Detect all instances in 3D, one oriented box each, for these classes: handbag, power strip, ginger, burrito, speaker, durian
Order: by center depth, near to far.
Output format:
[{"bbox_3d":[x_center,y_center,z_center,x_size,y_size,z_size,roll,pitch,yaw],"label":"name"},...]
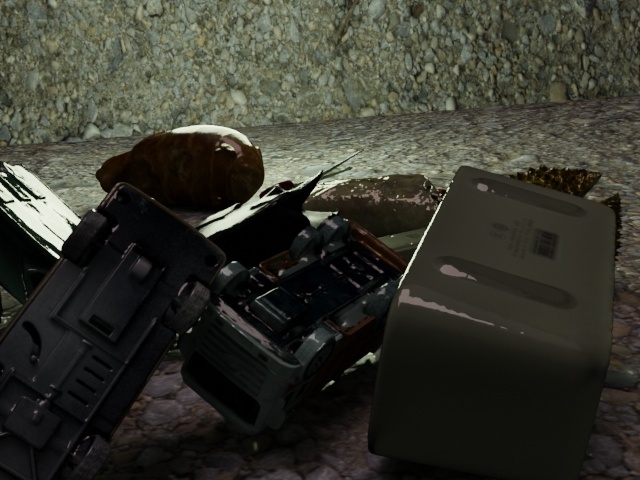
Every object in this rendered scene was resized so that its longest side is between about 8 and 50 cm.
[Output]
[{"bbox_3d":[0.186,0.070,0.978,0.184,0.183,0.406,13,25,12],"label":"speaker"},{"bbox_3d":[-0.134,0.026,1.301,0.326,0.118,0.269,-23,10,18],"label":"handbag"},{"bbox_3d":[-0.407,-0.013,1.359,0.089,0.238,0.326,-44,3,2],"label":"handbag"},{"bbox_3d":[0.320,0.009,1.371,0.193,0.138,0.237,6,-27,10],"label":"durian"},{"bbox_3d":[0.112,0.024,1.512,0.272,0.052,0.078,-12,16,-26],"label":"power strip"},{"bbox_3d":[0.089,-0.063,1.755,0.348,0.107,0.175,1,32,26],"label":"burrito"},{"bbox_3d":[-0.268,-0.167,2.120,0.418,0.176,0.254,0,20,36],"label":"ginger"}]

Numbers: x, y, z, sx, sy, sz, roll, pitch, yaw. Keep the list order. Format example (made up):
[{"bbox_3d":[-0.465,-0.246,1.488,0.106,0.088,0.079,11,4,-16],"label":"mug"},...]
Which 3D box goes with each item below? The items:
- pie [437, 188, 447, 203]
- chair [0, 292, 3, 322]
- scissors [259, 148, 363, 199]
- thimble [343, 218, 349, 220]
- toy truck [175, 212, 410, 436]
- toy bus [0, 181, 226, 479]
[{"bbox_3d":[0.277,-0.074,1.814,0.154,0.036,0.154,4,2,0],"label":"pie"},{"bbox_3d":[-0.494,0.071,1.319,0.270,0.136,0.147,5,18,38],"label":"chair"},{"bbox_3d":[-0.025,-0.112,1.895,0.248,0.017,0.144,-28,-12,-25],"label":"scissors"},{"bbox_3d":[0.001,-0.001,1.611,0.095,0.066,0.104,7,15,34],"label":"thimble"},{"bbox_3d":[-0.018,0.093,1.048,0.136,0.162,0.305,37,30,17],"label":"toy truck"},{"bbox_3d":[-0.219,0.102,0.874,0.289,0.139,0.157,-61,12,-27],"label":"toy bus"}]
